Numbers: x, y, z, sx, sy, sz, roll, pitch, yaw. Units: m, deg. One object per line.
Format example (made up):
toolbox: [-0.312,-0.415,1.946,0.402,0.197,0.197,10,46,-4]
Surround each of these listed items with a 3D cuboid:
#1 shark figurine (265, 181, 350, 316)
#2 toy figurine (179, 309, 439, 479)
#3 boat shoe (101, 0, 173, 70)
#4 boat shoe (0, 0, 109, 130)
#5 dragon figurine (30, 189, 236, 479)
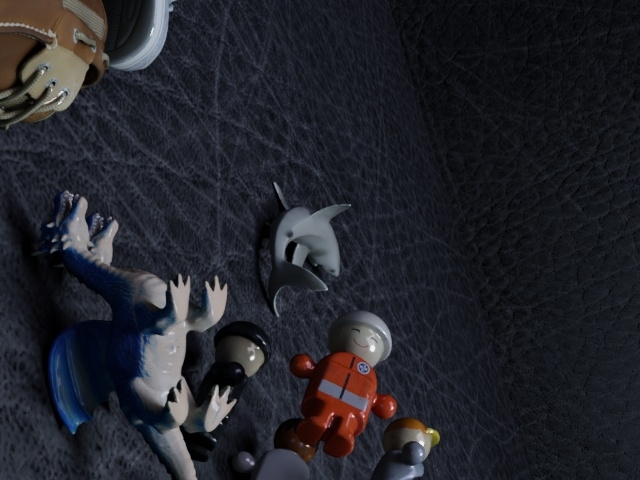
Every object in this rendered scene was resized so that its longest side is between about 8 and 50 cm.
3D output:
shark figurine: [-0.012,-0.012,1.219,0.278,0.116,0.166,-32,101,-74]
toy figurine: [-0.008,0.178,0.858,0.209,0.213,0.148,60,34,-30]
boat shoe: [-0.201,-0.301,0.939,0.103,0.118,0.320,36,31,-54]
boat shoe: [-0.222,-0.147,0.667,0.324,0.123,0.119,-76,154,-74]
dragon figurine: [-0.150,0.102,0.696,0.085,0.144,0.289,4,81,-61]
